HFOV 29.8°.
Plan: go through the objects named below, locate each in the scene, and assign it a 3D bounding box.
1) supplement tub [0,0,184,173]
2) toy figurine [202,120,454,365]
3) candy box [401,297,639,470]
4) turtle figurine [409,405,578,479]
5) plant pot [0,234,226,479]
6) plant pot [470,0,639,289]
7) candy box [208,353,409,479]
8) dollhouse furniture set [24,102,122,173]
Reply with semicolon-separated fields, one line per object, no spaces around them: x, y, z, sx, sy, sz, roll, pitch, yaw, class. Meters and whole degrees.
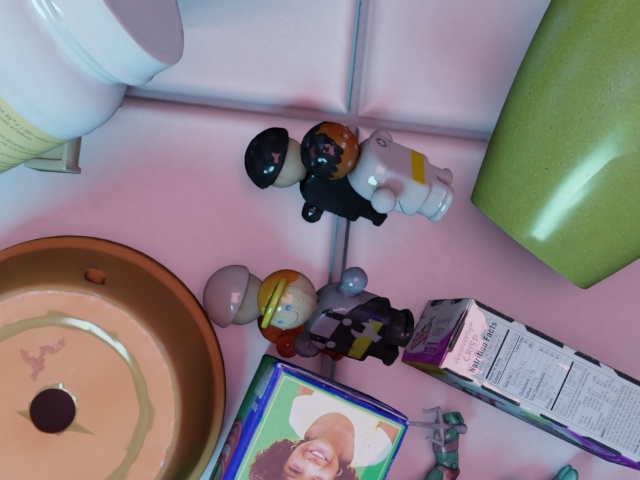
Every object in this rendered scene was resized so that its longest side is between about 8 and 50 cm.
-0.299;-0.160;0.932;0.331;0.241;0.241;-23;91;13;supplement tub
0.000;0.000;1.052;0.148;0.209;0.213;21;83;-17;toy figurine
0.204;0.133;1.100;0.233;0.159;0.071;27;83;-5;candy box
0.127;0.245;1.111;0.234;0.118;0.175;8;45;-9;turtle figurine
-0.220;0.137;1.020;0.291;0.203;0.290;0;88;-8;plant pot
0.279;-0.110;1.094;0.275;0.275;0.293;37;100;-5;plant pot
-0.055;0.262;1.003;0.122;0.268;0.317;23;84;-3;candy box
-0.269;-0.153;1.101;0.161;0.101;0.181;5;87;17;dollhouse furniture set
